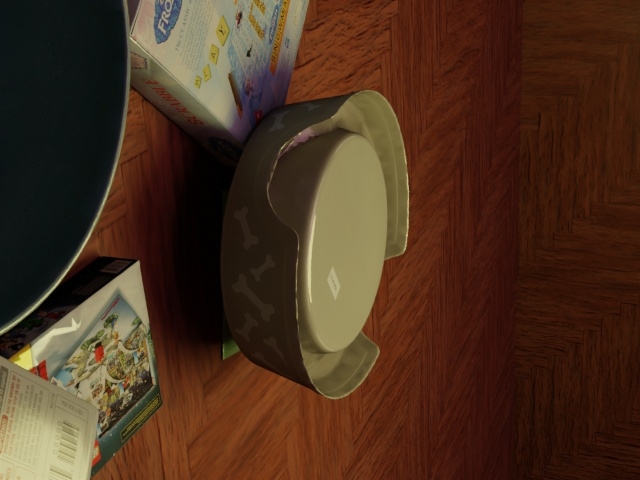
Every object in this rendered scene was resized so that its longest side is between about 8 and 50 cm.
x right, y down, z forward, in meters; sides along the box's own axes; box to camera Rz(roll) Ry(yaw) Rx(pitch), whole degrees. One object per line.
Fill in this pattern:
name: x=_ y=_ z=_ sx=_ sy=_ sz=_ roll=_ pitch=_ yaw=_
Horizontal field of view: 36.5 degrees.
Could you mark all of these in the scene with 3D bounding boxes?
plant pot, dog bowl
plant pot: x=-0.258 y=-0.096 z=0.489 sx=0.290 sy=0.195 sz=0.290 roll=6 pitch=90 yaw=-68
dog bowl: x=0.000 y=0.000 z=1.110 sx=0.349 sy=0.102 sz=0.349 roll=6 pitch=90 yaw=-67

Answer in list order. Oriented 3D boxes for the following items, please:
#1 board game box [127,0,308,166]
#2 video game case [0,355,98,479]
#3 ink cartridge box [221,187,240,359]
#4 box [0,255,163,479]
board game box: x=-0.104 y=-0.277 z=0.998 sx=0.318 sy=0.065 sz=0.319 roll=43 pitch=56 yaw=-64
video game case: x=-0.262 y=0.204 z=0.581 sx=0.300 sy=0.036 sz=0.329 roll=44 pitch=38 yaw=-47
ink cartridge box: x=-0.068 y=0.035 z=1.172 sx=0.109 sy=0.062 sz=0.209 roll=-26 pitch=119 yaw=-65
box: x=-0.224 y=0.133 z=0.836 sx=0.233 sy=0.044 sz=0.159 roll=-45 pitch=136 yaw=-57
